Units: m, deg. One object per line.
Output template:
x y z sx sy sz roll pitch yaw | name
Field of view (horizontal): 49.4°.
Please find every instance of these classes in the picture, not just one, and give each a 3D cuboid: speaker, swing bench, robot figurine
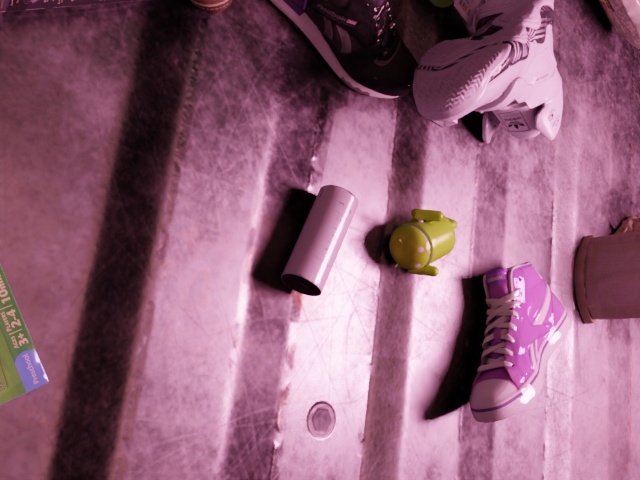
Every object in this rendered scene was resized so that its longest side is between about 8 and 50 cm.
0.000 0.000 0.869 0.055 0.055 0.136 37 62 -28 | speaker
0.621 0.036 1.229 0.254 0.253 0.165 -13 90 -40 | swing bench
0.143 0.000 0.975 0.115 0.067 0.101 -23 127 -39 | robot figurine

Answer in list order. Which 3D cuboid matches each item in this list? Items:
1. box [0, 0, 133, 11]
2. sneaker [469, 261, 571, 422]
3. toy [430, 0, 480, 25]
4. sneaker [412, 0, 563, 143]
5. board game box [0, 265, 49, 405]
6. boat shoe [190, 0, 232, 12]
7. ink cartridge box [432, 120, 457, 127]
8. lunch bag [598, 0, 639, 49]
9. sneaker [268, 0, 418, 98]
-0.207 -0.344 0.603 0.242 0.307 0.077 -22 70 -38 | box
0.270 0.135 1.042 0.161 0.102 0.282 58 43 -11 | sneaker
0.214 -0.461 1.113 0.137 0.056 0.237 40 55 -28 | toy
0.266 -0.217 1.026 0.366 0.137 0.210 -48 128 -40 | sneaker
-0.360 0.094 0.580 0.211 0.039 0.160 -25 99 -37 | board game box
-0.130 -0.393 0.808 0.095 0.095 0.258 5 89 0 | boat shoe
0.189 -0.223 1.072 0.048 0.028 0.083 20 70 -36 | ink cartridge box
0.618 -0.543 1.365 0.235 0.168 0.287 45 55 -34 | lunch bag
0.051 -0.293 0.913 0.283 0.124 0.107 34 64 -29 | sneaker
